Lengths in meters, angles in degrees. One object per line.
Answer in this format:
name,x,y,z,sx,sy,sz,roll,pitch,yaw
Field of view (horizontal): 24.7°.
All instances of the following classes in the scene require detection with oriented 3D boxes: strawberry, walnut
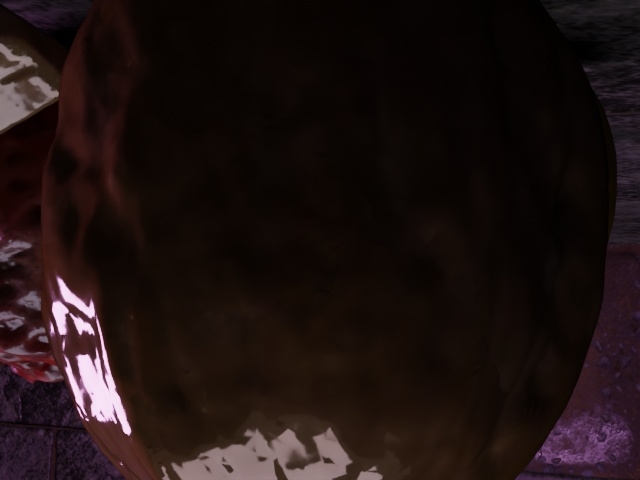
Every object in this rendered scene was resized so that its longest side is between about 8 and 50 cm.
strawberry,-0.160,-0.030,1.159,0.149,0.265,0.336,1,-162,44
walnut,-0.004,0.000,0.764,0.306,0.343,0.306,-1,168,0

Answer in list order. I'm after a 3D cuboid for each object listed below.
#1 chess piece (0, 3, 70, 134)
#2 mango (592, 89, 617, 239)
chess piece,-0.302,-0.087,0.993,0.301,0.137,0.137,-22,164,29
mango,0.031,0.008,1.053,0.445,0.301,0.220,-37,179,-23
